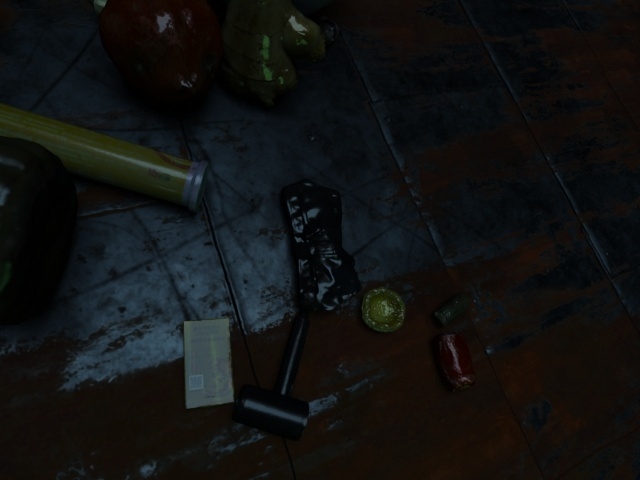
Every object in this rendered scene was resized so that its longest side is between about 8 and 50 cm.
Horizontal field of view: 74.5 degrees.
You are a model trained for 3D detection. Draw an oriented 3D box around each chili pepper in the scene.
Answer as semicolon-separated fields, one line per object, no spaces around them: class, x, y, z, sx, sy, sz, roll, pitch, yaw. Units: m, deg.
chili pepper;0.287;0.259;0.900;0.071;0.073;0.123;-18;69;20

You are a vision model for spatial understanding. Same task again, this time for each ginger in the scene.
ginger;-0.107;-0.460;0.877;0.236;0.375;0.166;35;60;5

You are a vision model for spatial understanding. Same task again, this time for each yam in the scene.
yam;0.297;0.158;0.955;0.094;0.043;0.043;-28;81;-27

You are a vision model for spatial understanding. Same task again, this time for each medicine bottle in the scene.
medicine bottle;-0.435;-0.164;0.798;0.427;0.108;0.108;16;66;-12

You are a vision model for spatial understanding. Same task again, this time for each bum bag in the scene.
bum bag;0.000;0.000;0.901;0.137;0.074;0.309;-5;70;-17

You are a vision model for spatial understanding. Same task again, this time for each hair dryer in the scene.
hair dryer;-0.073;0.231;0.801;0.129;0.070;0.255;19;58;-10

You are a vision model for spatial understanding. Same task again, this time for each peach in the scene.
peach;-0.310;-0.391;0.857;0.233;0.232;0.256;-18;58;-24

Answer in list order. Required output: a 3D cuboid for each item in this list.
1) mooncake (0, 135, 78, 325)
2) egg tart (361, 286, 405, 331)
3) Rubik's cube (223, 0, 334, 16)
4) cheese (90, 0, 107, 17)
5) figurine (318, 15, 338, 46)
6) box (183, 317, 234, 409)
mooncake;-0.483;-0.017;0.626;0.162;0.290;0.290;14;66;-15
egg tart;0.131;0.151;0.904;0.105;0.039;0.105;6;68;-16
Rubik's cube;-0.089;-0.739;0.941;0.352;0.352;0.347;43;57;-42
cheese;-0.413;-0.546;0.983;0.256;0.050;0.127;14;66;-13
figurine;-0.006;-0.542;1.121;0.072;0.054;0.129;36;70;14
box;-0.206;0.223;0.773;0.089;0.022;0.156;-3;71;-18
